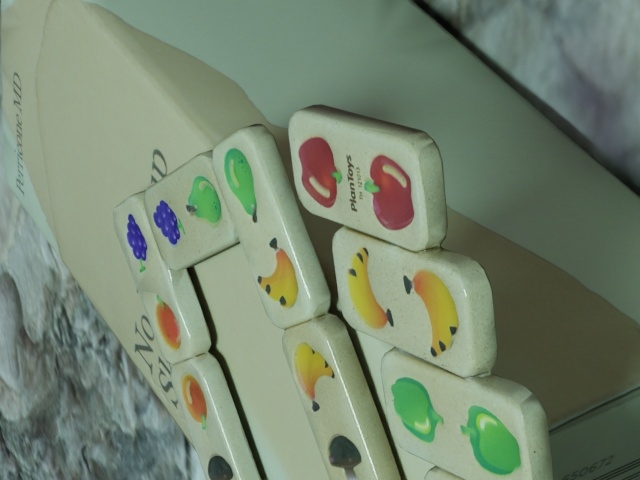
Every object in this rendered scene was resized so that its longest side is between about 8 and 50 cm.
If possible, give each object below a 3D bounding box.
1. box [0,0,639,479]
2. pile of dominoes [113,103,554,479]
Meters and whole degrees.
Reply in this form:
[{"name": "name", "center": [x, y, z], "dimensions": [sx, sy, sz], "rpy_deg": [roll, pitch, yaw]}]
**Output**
[{"name": "box", "center": [0.000, 0.000, 0.531], "dimensions": [0.311, 0.121, 0.148], "rpy_deg": [47, 142, 38]}, {"name": "pile of dominoes", "center": [0.003, 0.089, 0.407], "dimensions": [0.196, 0.040, 0.251], "rpy_deg": [-26, 84, 61]}]
